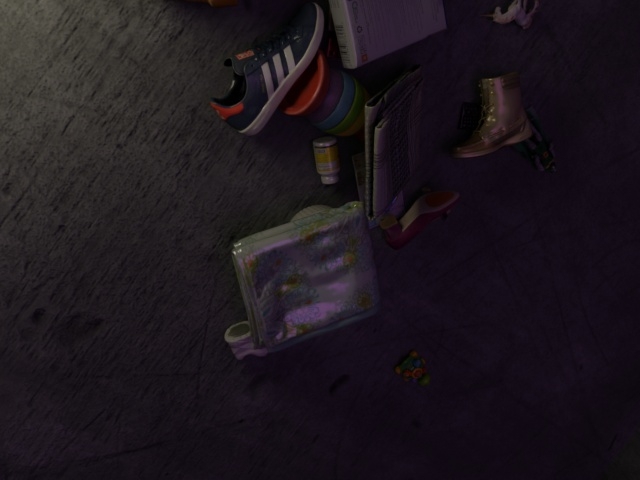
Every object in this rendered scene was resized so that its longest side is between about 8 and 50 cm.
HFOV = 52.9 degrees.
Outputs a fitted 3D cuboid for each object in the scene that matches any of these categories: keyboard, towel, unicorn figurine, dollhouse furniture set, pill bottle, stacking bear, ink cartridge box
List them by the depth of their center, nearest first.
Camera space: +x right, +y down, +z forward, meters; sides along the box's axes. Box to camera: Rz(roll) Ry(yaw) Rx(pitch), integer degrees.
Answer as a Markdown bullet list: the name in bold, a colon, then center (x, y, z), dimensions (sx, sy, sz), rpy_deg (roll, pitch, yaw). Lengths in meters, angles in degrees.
- **ink cartridge box**: center (0.153, -0.606, 1.531), dimensions (0.307, 0.072, 0.303), rpy_deg (-30, 119, -28)
- **stacking bear**: center (0.060, -0.334, 1.611), dimensions (0.289, 0.164, 0.175), rpy_deg (19, 119, -38)
- **towel**: center (0.198, -0.255, 1.642), dimensions (0.312, 0.056, 0.324), rpy_deg (-47, 143, -43)
- **towel**: center (-0.028, 0.100, 1.660), dimensions (0.375, 0.090, 0.320), rpy_deg (-19, 119, -17)
- **pill bottle**: center (0.018, -0.211, 1.693), dimensions (0.065, 0.065, 0.116), rpy_deg (-17, 117, -18)
- **unicorn figurine**: center (0.535, -0.628, 1.757), dimensions (0.162, 0.060, 0.111), rpy_deg (20, 101, -29)
- **keyboard**: center (0.482, -0.344, 1.875), dimensions (0.180, 0.023, 0.108), rpy_deg (-2, 112, -23)
- **dollhouse furniture set**: center (0.318, -0.107, 1.906), dimensions (0.081, 0.091, 0.114), rpy_deg (-24, 100, 32)

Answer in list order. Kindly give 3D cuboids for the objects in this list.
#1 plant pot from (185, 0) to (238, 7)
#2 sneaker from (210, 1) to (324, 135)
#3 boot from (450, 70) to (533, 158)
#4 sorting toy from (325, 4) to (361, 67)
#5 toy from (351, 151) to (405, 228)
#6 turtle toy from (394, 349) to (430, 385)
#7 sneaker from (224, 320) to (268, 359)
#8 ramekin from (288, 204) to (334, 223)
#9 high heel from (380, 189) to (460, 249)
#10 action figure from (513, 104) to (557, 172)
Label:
- **plant pot**: center (-0.282, -0.582, 1.337), dimensions (0.188, 0.205, 0.205), rpy_deg (-10, 116, -3)
- **sneaker**: center (-0.130, -0.420, 1.498), dimensions (0.148, 0.131, 0.350), rpy_deg (28, 98, -35)
- **boot**: center (0.463, -0.349, 1.800), dimensions (0.262, 0.095, 0.203), rpy_deg (-21, 108, -11)
- **sorting toy**: center (0.078, -0.570, 1.580), dimensions (0.132, 0.046, 0.274), rpy_deg (-2, 111, -24)
- **toy**: center (0.175, -0.145, 1.797), dimensions (0.137, 0.056, 0.237), rpy_deg (-21, 118, -14)
- **turtle toy**: center (0.310, 0.425, 2.090), dimensions (0.095, 0.066, 0.130), rpy_deg (-46, 122, -1)
- **sneaker**: center (-0.149, 0.268, 1.814), dimensions (0.232, 0.090, 0.115), rpy_deg (-16, 124, -8)
- **ramekin**: center (0.000, 0.000, 1.747), dimensions (0.207, 0.109, 0.207), rpy_deg (-10, 115, -21)
- **high heel**: center (0.297, -0.056, 1.850), dimensions (0.244, 0.082, 0.117), rpy_deg (-29, 134, 4)
- **action figure**: center (0.666, -0.283, 1.964), dimensions (0.137, 0.063, 0.232), rpy_deg (-50, 125, -2)
